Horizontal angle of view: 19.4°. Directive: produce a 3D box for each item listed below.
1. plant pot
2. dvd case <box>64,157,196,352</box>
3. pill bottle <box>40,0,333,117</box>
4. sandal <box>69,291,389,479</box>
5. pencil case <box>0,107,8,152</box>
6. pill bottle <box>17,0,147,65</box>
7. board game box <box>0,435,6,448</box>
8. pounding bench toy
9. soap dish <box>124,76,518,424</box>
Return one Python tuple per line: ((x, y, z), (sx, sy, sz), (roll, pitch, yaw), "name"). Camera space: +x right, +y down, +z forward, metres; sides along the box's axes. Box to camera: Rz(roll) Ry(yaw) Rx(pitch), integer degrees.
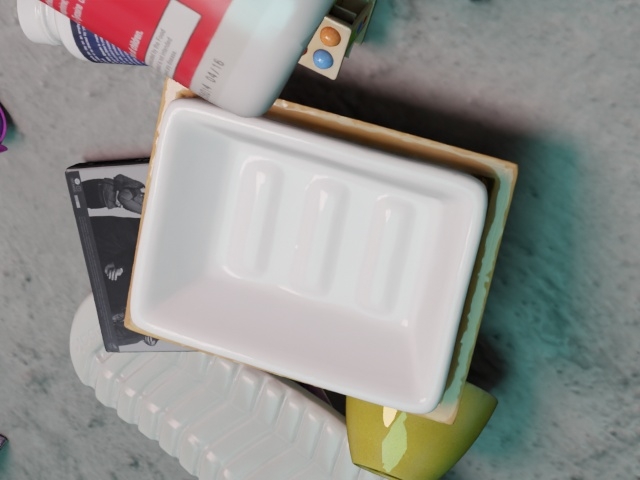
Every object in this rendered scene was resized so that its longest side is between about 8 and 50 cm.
((0.076, 0.161, 1.620), (0.134, 0.095, 0.134), (20, 170, 4), "plant pot")
((-0.104, 0.012, 1.646), (0.238, 0.029, 0.179), (-3, 107, 27), "dvd case")
((-0.159, -0.275, 1.250), (0.407, 0.229, 0.229), (30, 134, -3), "pill bottle")
((-0.051, 0.174, 1.749), (0.416, 0.102, 0.169), (42, 120, 10), "sandal")
((-0.354, -0.084, 1.716), (0.151, 0.064, 0.070), (-26, 95, 40), "pencil case")
((-0.155, -0.188, 1.504), (0.169, 0.094, 0.094), (6, 128, 24), "pill bottle")
((-0.464, 0.223, 2.027), (0.194, 0.060, 0.194), (38, 134, -3), "board game box")
((0.008, -0.179, 1.445), (0.052, 0.065, 0.083), (26, 133, 7), "pounding bench toy")
((0.000, 0.000, 1.511), (0.290, 0.118, 0.229), (16, 111, 11), "soap dish")
